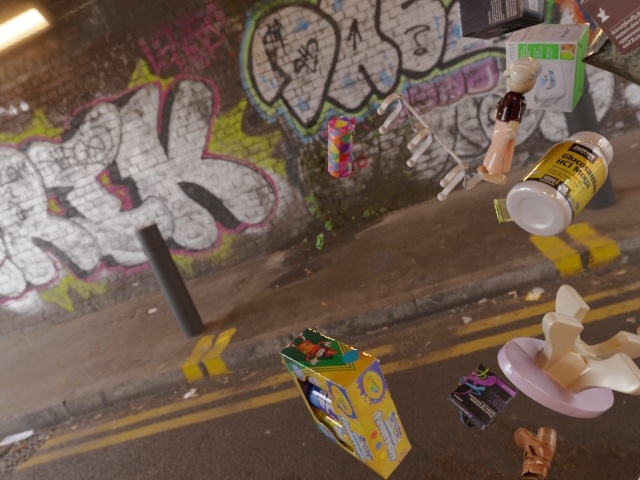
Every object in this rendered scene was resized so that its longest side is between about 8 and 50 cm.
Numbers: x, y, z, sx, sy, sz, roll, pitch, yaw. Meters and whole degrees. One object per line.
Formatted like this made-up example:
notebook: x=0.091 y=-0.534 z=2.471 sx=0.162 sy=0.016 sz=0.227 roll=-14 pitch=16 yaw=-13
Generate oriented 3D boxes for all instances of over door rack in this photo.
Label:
over door rack: x=0.266 y=-0.214 z=1.111 sx=0.108 sy=0.239 sz=0.324 roll=-43 pitch=-14 yaw=22

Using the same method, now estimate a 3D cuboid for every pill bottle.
pill bottle: x=0.727 y=-0.180 z=1.371 sx=0.334 sy=0.187 sz=0.188 roll=-42 pitch=20 yaw=-22

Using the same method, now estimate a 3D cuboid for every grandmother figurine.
grandmother figurine: x=0.543 y=-0.348 z=1.320 sx=0.104 sy=0.342 sz=0.207 roll=3 pitch=31 yaw=-7

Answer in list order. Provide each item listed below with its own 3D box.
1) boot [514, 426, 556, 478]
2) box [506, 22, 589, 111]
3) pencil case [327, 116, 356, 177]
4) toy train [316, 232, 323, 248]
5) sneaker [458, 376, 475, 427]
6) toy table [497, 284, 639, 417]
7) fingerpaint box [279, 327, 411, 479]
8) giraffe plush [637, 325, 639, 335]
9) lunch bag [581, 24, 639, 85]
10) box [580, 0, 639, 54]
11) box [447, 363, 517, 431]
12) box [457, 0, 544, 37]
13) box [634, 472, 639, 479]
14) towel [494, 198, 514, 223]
boot: x=0.668 y=0.684 z=1.462 sx=0.152 sy=0.073 sz=0.197 roll=-58 pitch=-7 yaw=-31
box: x=0.784 y=-0.602 z=1.595 sx=0.231 sy=0.261 sz=0.126 roll=19 pitch=58 yaw=35
pencil case: x=0.080 y=-0.352 z=1.735 sx=0.105 sy=0.236 sz=0.104 roll=1 pitch=49 yaw=-2
toy train: x=0.000 y=0.000 z=1.354 sx=0.083 sy=0.017 sz=0.023 roll=-84 pitch=20 yaw=-64
sneaker: x=0.493 y=0.533 z=1.492 sx=0.078 sy=0.188 sz=0.067 roll=-1 pitch=19 yaw=22
toy table: x=0.512 y=0.229 z=0.913 sx=0.275 sy=0.160 sz=0.252 roll=9 pitch=36 yaw=-28
fingerpaint box: x=0.086 y=0.577 z=1.650 sx=0.163 sy=0.444 sz=0.371 roll=-37 pitch=29 yaw=-29
giraffe plush: x=0.904 y=0.253 z=1.171 sx=0.182 sy=0.210 sz=0.170 roll=13 pitch=-34 yaw=-36
lunch bag: x=0.883 y=-0.537 z=1.181 sx=0.169 sy=0.287 sz=0.235 roll=51 pitch=-116 yaw=-86
box: x=0.673 y=-0.515 z=0.799 sx=0.381 sy=0.143 sz=0.191 roll=-37 pitch=-1 yaw=-15
box: x=0.428 y=0.410 z=1.207 sx=0.162 sy=0.029 sz=0.116 roll=-27 pitch=51 yaw=-36
box: x=0.460 y=-0.582 z=1.162 sx=0.158 sy=0.093 sz=0.156 roll=2 pitch=16 yaw=45
box: x=0.807 y=0.616 z=1.073 sx=0.184 sy=0.045 sz=0.191 roll=-57 pitch=-7 yaw=2
towel: x=0.818 y=-0.129 z=1.909 sx=0.237 sy=0.102 sz=0.021 roll=-6 pitch=-10 yaw=-30
